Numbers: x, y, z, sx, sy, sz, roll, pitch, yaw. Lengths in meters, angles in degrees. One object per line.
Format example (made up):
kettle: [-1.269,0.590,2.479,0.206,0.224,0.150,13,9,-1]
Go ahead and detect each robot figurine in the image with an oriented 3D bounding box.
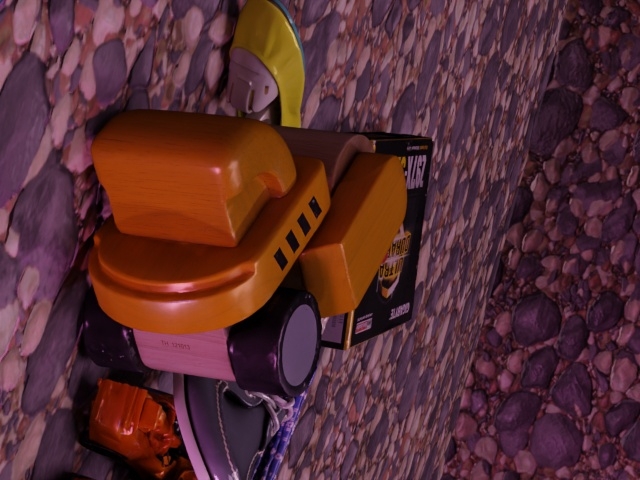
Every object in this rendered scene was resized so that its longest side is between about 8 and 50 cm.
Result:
robot figurine: [-0.169,0.239,1.640,0.291,0.085,0.211,62,44,-68]

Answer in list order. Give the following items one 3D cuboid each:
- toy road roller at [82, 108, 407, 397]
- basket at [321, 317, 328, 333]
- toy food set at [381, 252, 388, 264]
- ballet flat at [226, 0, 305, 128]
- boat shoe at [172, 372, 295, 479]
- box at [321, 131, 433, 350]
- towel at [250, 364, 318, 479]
toy road roller: [-0.075,-0.035,1.518,0.329,0.202,0.241,-57,146,-45]
basket: [-0.030,0.013,1.888,0.113,0.103,0.167,52,55,-70]
toy food set: [0.080,-0.022,2.090,0.078,0.019,0.122,-22,120,-71]
ballet flat: [-0.058,-0.140,1.715,0.077,0.077,0.231,-47,155,-26]
boat shoe: [-0.077,0.139,1.646,0.319,0.099,0.116,-94,169,-63]
box: [0.060,-0.008,2.203,0.322,0.079,0.257,-11,107,-73]
towel: [-0.100,0.289,1.889,0.243,0.040,0.336,137,-25,-71]
